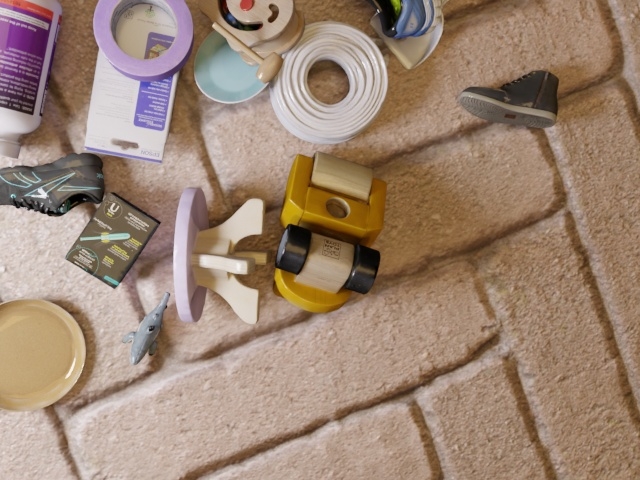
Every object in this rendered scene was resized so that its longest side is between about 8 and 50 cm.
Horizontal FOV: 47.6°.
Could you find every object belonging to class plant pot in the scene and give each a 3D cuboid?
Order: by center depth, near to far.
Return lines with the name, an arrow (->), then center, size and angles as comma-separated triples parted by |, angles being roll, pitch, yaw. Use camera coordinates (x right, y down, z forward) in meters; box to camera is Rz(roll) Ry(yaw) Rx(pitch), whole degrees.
plant pot -> -0.608, 0.233, 1.496 | 0.236, 0.032, 0.236 | -3, 96, -24

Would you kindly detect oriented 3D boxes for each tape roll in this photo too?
tape roll -> -0.344, -0.411, 1.426 | 0.189, 0.080, 0.189 | -1, 95, -10

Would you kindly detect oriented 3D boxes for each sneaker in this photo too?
sneaker -> -0.565, -0.099, 1.455 | 0.267, 0.101, 0.106 | -15, 80, -8
sneaker -> 0.132, -0.567, 1.464 | 0.147, 0.129, 0.330 | -26, 101, -28
sneaker -> 0.425, -0.332, 1.637 | 0.222, 0.083, 0.118 | 13, 73, -4

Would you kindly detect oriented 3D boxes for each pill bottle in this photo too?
pill bottle -> -0.616, -0.328, 1.396 | 0.181, 0.181, 0.323 | 12, 92, -10

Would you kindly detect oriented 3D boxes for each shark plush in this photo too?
shark plush -> -0.353, 0.189, 1.539 | 0.073, 0.067, 0.161 | 40, 87, -10

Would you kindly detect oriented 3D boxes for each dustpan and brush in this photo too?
dustpan and brush -> 0.232, -0.495, 1.588 | 0.211, 0.060, 0.147 | -42, 100, -4

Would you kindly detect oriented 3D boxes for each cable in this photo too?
cable -> 0.019, -0.335, 1.550 | 0.257, 0.089, 0.257 | 10, 93, -10

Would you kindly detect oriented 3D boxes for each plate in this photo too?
plate -> -0.174, -0.370, 1.518 | 0.188, 0.024, 0.188 | -3, 76, 14

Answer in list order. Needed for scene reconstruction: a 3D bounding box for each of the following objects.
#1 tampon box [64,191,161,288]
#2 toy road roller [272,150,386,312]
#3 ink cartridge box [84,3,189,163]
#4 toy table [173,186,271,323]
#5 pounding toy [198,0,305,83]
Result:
tampon box -> -0.424, -0.002, 1.495 | 0.120, 0.101, 0.161 | 34, 88, -11
toy road roller -> 0.000, 0.000, 1.546 | 0.202, 0.241, 0.330 | 17, 54, -10
ink cartridge box -> -0.377, -0.333, 1.497 | 0.165, 0.065, 0.333 | 11, 91, -10
toy table -> -0.198, 0.034, 1.479 | 0.160, 0.252, 0.274 | 3, 105, 6
pounding toy -> -0.134, -0.449, 1.432 | 0.154, 0.155, 0.269 | -41, 70, 6
